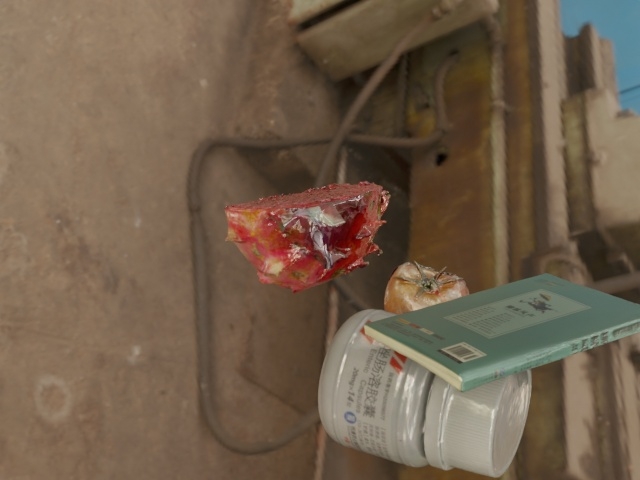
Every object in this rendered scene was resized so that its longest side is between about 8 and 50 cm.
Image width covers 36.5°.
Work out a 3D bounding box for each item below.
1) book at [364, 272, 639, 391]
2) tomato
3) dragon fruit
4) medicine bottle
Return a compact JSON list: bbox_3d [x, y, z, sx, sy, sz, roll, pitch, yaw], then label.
[{"bbox_3d":[0.293,0.128,1.498,0.379,0.264,0.031,-13,109,-25],"label":"book"},{"bbox_3d":[0.255,0.169,2.395,0.155,0.214,0.181,-62,159,-54],"label":"tomato"},{"bbox_3d":[0.004,0.007,1.458,0.274,0.126,0.161,-10,106,-19],"label":"dragon fruit"},{"bbox_3d":[0.177,0.258,1.632,0.245,0.306,0.245,-34,130,-55],"label":"medicine bottle"}]
